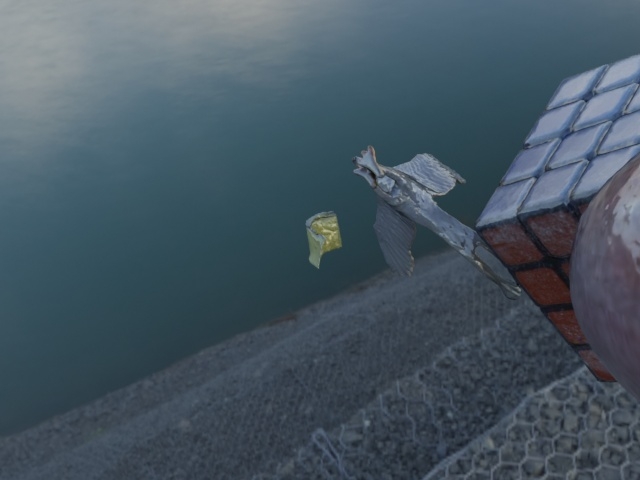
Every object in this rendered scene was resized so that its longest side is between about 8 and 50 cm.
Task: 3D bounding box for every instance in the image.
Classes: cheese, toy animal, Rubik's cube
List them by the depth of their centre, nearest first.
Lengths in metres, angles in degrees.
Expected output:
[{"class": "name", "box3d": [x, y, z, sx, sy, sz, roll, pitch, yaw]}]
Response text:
[{"class": "Rubik's cube", "box3d": [0.481, -0.041, 1.023, 0.344, 0.344, 0.337, -12, 34, 55]}, {"class": "cheese", "box3d": [-0.001, 0.000, 1.112, 0.041, 0.060, 0.084, 1, 27, 19]}, {"class": "toy animal", "box3d": [0.173, -0.035, 1.293, 0.225, 0.302, 0.284, -53, 36, 5]}]

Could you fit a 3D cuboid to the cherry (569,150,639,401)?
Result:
[{"class": "cherry", "box3d": [0.307, 0.036, 0.489, 0.261, 0.221, 0.307, -1, 22, -36]}]
